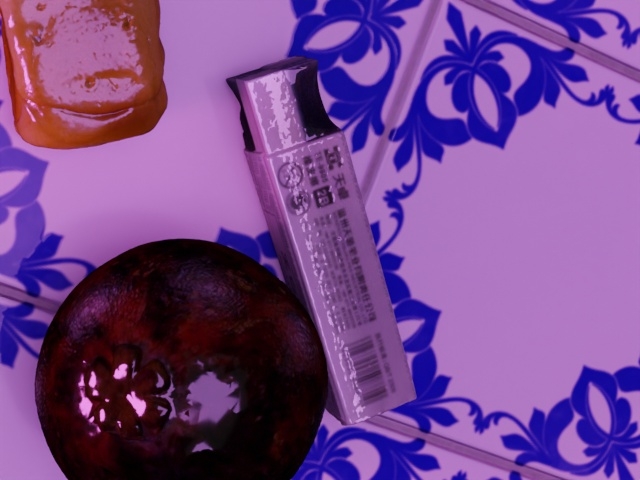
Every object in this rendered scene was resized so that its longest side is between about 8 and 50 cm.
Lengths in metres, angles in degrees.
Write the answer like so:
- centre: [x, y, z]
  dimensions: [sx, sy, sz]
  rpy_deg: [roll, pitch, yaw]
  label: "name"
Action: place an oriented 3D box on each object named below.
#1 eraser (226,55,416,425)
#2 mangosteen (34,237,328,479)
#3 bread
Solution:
- centre: [0.000, 0.000, 1.814]
  dimensions: [0.098, 0.096, 0.404]
  rpy_deg: [-19, 102, -14]
  label: "eraser"
- centre: [-0.137, 0.151, 1.717]
  dimensions: [0.306, 0.359, 0.306]
  rpy_deg: [-1, 87, 14]
  label: "mangosteen"
- centre: [-0.252, -0.248, 1.679]
  dimensions: [0.166, 0.132, 0.294]
  rpy_deg: [-8, 101, -11]
  label: "bread"
